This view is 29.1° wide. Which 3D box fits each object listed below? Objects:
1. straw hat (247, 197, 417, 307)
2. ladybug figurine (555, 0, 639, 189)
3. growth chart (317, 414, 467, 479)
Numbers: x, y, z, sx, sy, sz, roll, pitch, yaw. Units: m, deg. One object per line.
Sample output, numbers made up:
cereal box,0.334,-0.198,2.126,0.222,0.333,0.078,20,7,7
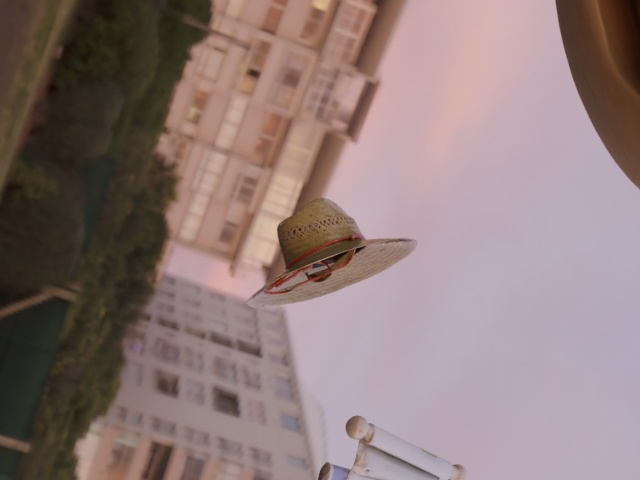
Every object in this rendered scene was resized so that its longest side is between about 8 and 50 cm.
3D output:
straw hat,0.000,0.000,0.972,0.061,0.144,0.144,69,-26,13
ladybug figurine,0.349,-0.209,1.012,0.305,0.162,0.449,-24,-113,46
growth chart,-0.005,0.224,0.827,0.021,0.172,0.237,33,-96,43
